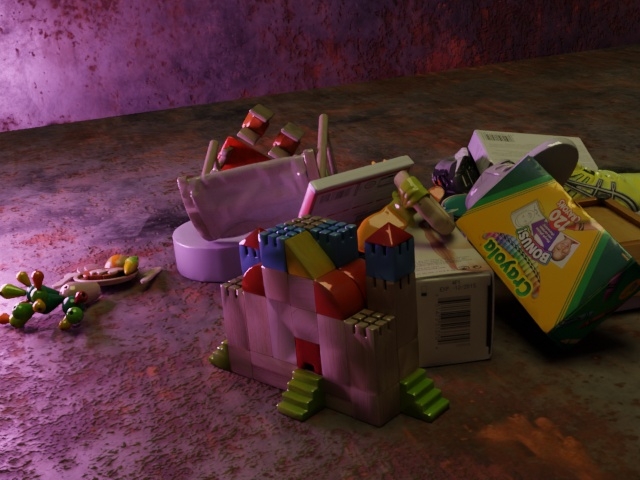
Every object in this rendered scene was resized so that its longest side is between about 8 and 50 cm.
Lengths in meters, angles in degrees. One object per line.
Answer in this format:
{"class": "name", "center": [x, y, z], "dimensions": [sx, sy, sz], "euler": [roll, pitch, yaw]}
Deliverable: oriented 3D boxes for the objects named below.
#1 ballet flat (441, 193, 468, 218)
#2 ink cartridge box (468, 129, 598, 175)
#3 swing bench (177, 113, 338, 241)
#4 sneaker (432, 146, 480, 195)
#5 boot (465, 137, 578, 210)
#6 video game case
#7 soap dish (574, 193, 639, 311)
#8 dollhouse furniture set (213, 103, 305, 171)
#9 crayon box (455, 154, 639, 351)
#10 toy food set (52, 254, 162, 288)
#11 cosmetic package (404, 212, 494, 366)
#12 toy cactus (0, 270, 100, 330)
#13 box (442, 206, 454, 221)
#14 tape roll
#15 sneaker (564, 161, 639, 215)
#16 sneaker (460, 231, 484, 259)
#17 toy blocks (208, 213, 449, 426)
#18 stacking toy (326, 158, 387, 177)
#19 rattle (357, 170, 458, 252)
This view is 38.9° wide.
{"class": "ballet flat", "center": [0.333, -0.074, 1.963], "dimensions": [0.168, 0.057, 0.052], "euler": [-7, -8, -17]}
{"class": "ink cartridge box", "center": [0.499, -0.153, 2.046], "dimensions": [0.275, 0.060, 0.239], "euler": [2, 43, -15]}
{"class": "swing bench", "center": [-0.101, -0.106, 1.713], "dimensions": [0.253, 0.165, 0.255], "euler": [-10, 22, 12]}
{"class": "sneaker", "center": [0.310, -0.142, 2.081], "dimensions": [0.108, 0.100, 0.271], "euler": [-21, 9, 13]}
{"class": "boot", "center": [0.338, -0.111, 1.587], "dimensions": [0.095, 0.258, 0.123], "euler": [24, 38, -24]}
{"class": "video game case", "center": [0.036, -0.017, 1.558], "dimensions": [0.204, 0.285, 0.025], "euler": [-18, 56, -31]}
{"class": "soap dish", "center": [0.464, 0.017, 1.564], "dimensions": [0.229, 0.118, 0.291], "euler": [-8, 21, -8]}
{"class": "dollhouse furniture set", "center": [-0.102, -0.126, 1.938], "dimensions": [0.259, 0.262, 0.135], "euler": [31, 21, -2]}
{"class": "crayon box", "center": [0.351, 0.015, 1.401], "dimensions": [0.165, 0.081, 0.278], "euler": [-43, 45, 11]}
{"class": "toy food set", "center": [-0.413, 0.056, 1.747], "dimensions": [0.192, 0.038, 0.132], "euler": [-4, 11, 4]}
{"class": "cosmetic package", "center": [0.173, 0.067, 1.448], "dimensions": [0.129, 0.153, 0.296], "euler": [-5, 21, -6]}
{"class": "toy cactus", "center": [-0.475, 0.096, 1.609], "dimensions": [0.219, 0.112, 0.180], "euler": [-1, 9, 36]}
{"class": "box", "center": [0.178, -0.028, 1.821], "dimensions": [0.126, 0.072, 0.137], "euler": [-20, 25, -35]}
{"class": "tape roll", "center": [-0.180, 0.009, 1.799], "dimensions": [0.219, 0.072, 0.219], "euler": [-4, 21, 2]}
{"class": "sneaker", "center": [0.529, -0.100, 1.831], "dimensions": [0.384, 0.147, 0.145], "euler": [-12, 19, -22]}
{"class": "sneaker", "center": [0.266, 0.028, 1.647], "dimensions": [0.068, 0.071, 0.170], "euler": [-4, 21, 2]}
{"class": "toy blocks", "center": [-0.008, 0.086, 1.271], "dimensions": [0.381, 0.261, 0.191], "euler": [12, 26, 40]}
{"class": "stacking toy", "center": [0.084, -0.141, 2.195], "dimensions": [0.221, 0.052, 0.167], "euler": [-9, 18, -6]}
{"class": "rattle", "center": [0.144, -0.031, 1.460], "dimensions": [0.130, 0.143, 0.199], "euler": [30, 8, 2]}
